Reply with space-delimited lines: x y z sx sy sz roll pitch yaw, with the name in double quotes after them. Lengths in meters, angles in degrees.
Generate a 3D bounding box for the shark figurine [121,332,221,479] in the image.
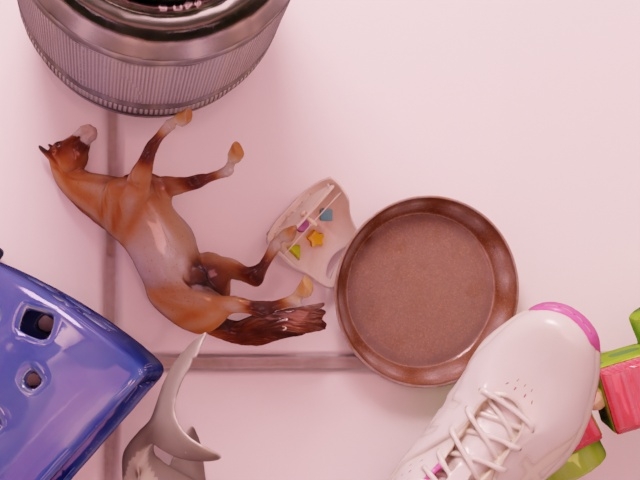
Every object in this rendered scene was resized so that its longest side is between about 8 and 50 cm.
-0.113 0.189 1.191 0.166 0.278 0.116 -5 47 19 "shark figurine"

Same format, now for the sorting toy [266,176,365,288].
0.000 0.000 1.257 0.075 0.045 0.083 47 74 -16 "sorting toy"

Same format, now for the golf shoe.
0.122 0.187 1.165 0.115 0.140 0.306 35 111 11 "golf shoe"

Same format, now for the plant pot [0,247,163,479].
-0.280 0.118 1.122 0.212 0.236 0.236 41 84 2 "plant pot"

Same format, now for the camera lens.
-0.128 -0.219 1.116 0.219 0.274 0.219 1 82 -9 "camera lens"

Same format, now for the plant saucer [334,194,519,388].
0.091 0.044 1.267 0.168 0.029 0.168 -1 93 -14 "plant saucer"

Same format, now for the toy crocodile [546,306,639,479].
0.255 0.131 1.246 0.340 0.105 0.115 -22 93 3 "toy crocodile"

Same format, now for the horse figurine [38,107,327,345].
-0.109 0.000 1.204 0.174 0.066 0.263 -27 108 33 "horse figurine"
